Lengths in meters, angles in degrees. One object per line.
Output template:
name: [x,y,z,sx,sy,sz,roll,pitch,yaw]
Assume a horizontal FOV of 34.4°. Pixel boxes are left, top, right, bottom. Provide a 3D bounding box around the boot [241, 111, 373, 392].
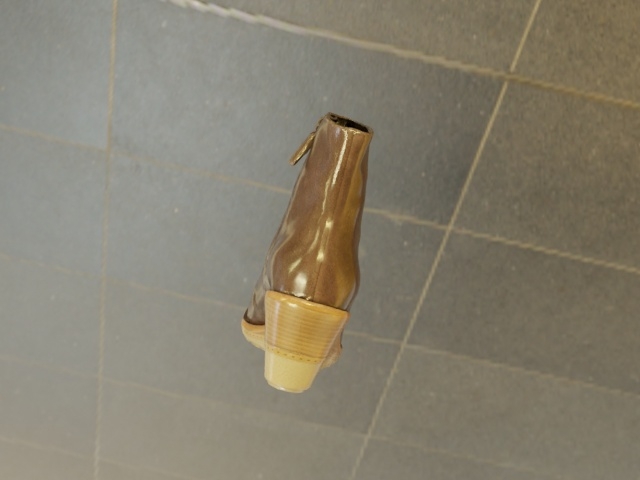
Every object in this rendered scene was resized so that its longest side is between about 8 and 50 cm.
boot: [0.000,0.000,0.852,0.090,0.248,0.207,14,96,-5]
